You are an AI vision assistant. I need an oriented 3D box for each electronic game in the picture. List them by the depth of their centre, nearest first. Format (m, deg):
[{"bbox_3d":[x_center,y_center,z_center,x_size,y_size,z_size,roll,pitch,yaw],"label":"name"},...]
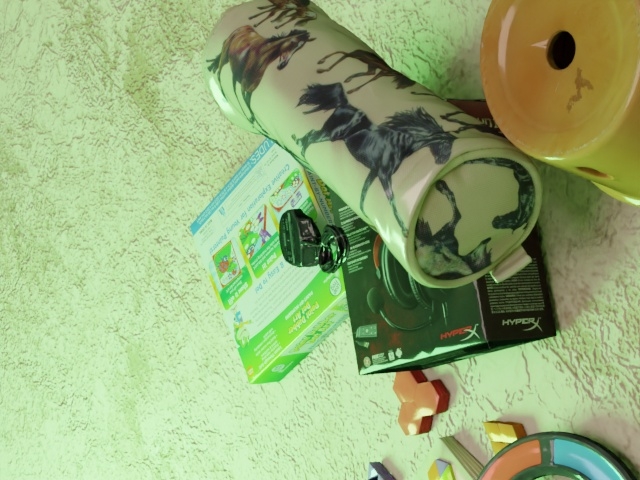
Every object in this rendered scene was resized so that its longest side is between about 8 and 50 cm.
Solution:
[{"bbox_3d":[0.242,0.311,1.575,0.229,0.048,0.229,-5,82,41],"label":"electronic game"}]

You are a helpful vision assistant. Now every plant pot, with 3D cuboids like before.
[{"bbox_3d":[0.286,-0.171,1.416,0.291,0.203,0.291,0,90,51],"label":"plant pot"}]

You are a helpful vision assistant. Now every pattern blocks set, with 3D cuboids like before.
[{"bbox_3d":[0.159,0.320,1.720,0.325,0.026,0.285,33,116,45],"label":"pattern blocks set"}]

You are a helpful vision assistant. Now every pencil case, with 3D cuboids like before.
[{"bbox_3d":[0.048,-0.106,1.570,0.160,0.183,0.410,-50,47,1],"label":"pencil case"}]

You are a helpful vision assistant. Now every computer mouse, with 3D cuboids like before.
[{"bbox_3d":[0.000,0.000,1.759,0.242,0.041,0.071,-167,71,-73],"label":"computer mouse"}]

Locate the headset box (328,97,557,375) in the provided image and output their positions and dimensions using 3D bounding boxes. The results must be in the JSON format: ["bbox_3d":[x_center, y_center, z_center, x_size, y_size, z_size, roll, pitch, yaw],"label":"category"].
[{"bbox_3d":[0.123,-0.014,1.689,0.218,0.110,0.293,-20,75,50],"label":"headset box"}]

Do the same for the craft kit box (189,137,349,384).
[{"bbox_3d":[-0.051,0.017,1.948,0.250,0.061,0.247,-45,55,41],"label":"craft kit box"}]
